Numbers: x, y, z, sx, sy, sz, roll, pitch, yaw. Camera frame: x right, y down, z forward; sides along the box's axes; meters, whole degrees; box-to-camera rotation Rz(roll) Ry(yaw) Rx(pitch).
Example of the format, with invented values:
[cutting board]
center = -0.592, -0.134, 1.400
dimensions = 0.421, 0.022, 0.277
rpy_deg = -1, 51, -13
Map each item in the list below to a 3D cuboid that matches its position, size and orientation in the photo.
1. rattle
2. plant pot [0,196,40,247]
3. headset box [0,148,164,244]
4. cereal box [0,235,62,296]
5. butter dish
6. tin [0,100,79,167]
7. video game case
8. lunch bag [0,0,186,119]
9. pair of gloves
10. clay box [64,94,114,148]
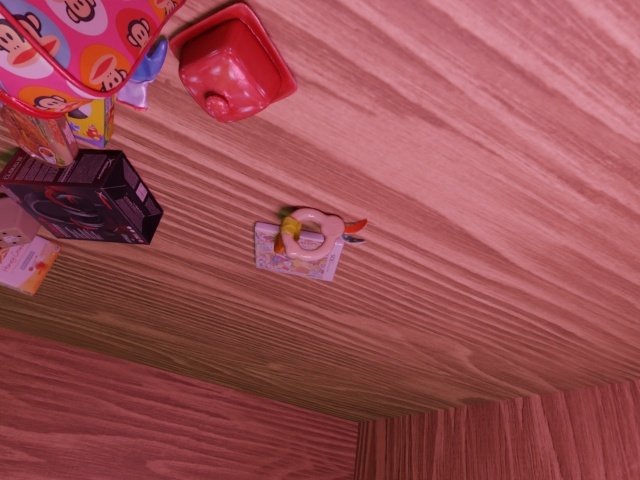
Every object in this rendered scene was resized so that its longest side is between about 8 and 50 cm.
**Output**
[rattle]
center = 0.000, 0.000, 0.964
dimensions = 0.199, 0.130, 0.143
rpy_deg = -11, 146, -19
[plant pot]
center = -0.825, -0.044, 1.086
dimensions = 0.108, 0.096, 0.109
rpy_deg = -13, 149, -12
[headset box]
center = -0.559, -0.098, 0.951
dimensions = 0.293, 0.110, 0.218
rpy_deg = 4, 147, 9
[cereal box]
center = -0.938, 0.041, 1.212
dimensions = 0.240, 0.173, 0.047
rpy_deg = 31, 142, -30
[butter dish]
center = -0.142, -0.237, 0.618
dimensions = 0.160, 0.118, 0.160
rpy_deg = -9, 142, 28
[tin]
center = -0.513, -0.207, 0.746
dimensions = 0.106, 0.040, 0.190
rpy_deg = 19, 148, -4
[video game case]
center = -0.063, 0.036, 1.096
dimensions = 0.226, 0.026, 0.206
rpy_deg = 11, 147, -1
[lunch bag]
center = -0.281, -0.299, 0.404
dimensions = 0.120, 0.293, 0.258
rpy_deg = -9, 138, 25
[pair of gloves]
center = -0.339, -0.294, 0.619
dimensions = 0.198, 0.023, 0.159
rpy_deg = 15, 120, -13
[clay box]
center = -0.433, -0.269, 0.709
dimensions = 0.127, 0.053, 0.222
rpy_deg = 21, 146, -16
